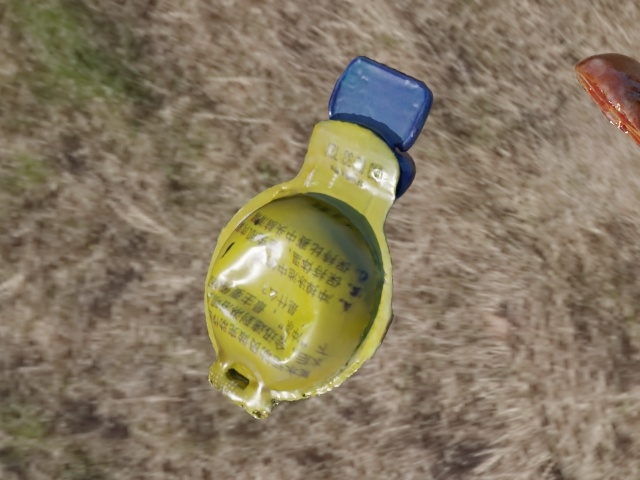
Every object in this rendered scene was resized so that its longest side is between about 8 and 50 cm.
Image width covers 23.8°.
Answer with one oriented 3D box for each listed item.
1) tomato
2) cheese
[{"bbox_3d":[0.387,-0.174,1.873,0.069,0.155,0.155,-42,74,6],"label":"tomato"},{"bbox_3d":[0.000,0.000,1.018,0.156,0.064,0.250,31,99,33],"label":"cheese"}]
